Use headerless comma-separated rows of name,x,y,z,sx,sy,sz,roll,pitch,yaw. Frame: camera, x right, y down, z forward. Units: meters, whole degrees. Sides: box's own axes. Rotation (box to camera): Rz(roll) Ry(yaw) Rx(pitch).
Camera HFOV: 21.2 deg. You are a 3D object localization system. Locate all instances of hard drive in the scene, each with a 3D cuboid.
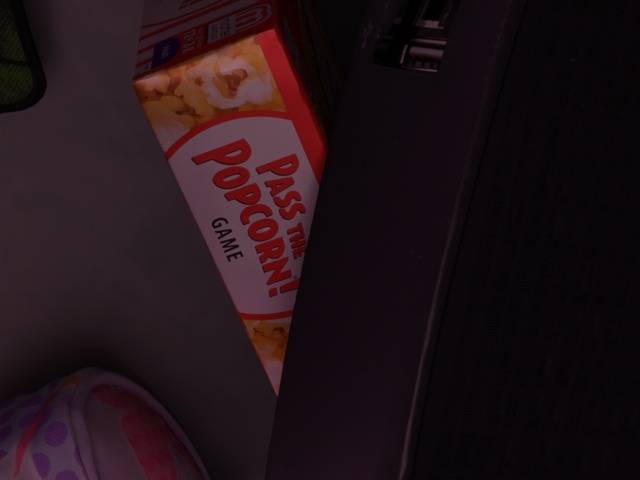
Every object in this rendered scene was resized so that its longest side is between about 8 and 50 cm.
hard drive,0.077,0.028,0.476,0.172,0.054,0.254,9,95,-29

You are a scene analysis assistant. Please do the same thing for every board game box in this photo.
board game box,0.000,0.000,0.546,0.045,0.146,0.193,-20,116,7

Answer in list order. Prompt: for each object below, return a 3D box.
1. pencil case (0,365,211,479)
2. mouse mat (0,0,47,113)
pencil case,-0.161,0.154,0.631,0.273,0.113,0.124,-30,124,11
mouse mat,-0.176,-0.106,0.521,0.153,0.007,0.189,-3,134,7
